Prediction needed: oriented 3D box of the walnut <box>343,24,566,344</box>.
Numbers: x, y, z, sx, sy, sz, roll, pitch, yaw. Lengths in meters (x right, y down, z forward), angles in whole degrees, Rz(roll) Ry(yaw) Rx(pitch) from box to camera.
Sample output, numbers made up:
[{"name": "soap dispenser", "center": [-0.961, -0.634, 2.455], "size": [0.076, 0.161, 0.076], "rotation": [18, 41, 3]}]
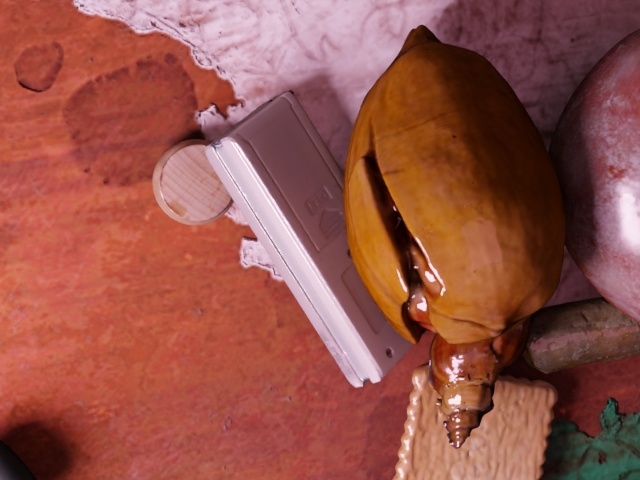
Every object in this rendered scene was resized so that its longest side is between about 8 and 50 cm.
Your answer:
[{"name": "walnut", "center": [0.118, -0.058, 1.454], "size": [0.209, 0.209, 0.336], "rotation": [-1, 63, -12]}]

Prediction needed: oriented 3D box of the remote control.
[{"name": "remote control", "center": [0.000, 0.000, 1.503], "size": [0.103, 0.055, 0.277], "rotation": [-42, 105, -42]}]

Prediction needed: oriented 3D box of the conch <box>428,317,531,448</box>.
[{"name": "conch", "center": [0.160, 0.090, 1.527], "size": [0.086, 0.080, 0.232], "rotation": [24, 82, 15]}]

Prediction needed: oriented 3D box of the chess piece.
[{"name": "chess piece", "center": [-0.121, -0.056, 1.499], "size": [0.084, 0.038, 0.083], "rotation": [-2, 97, -14]}]

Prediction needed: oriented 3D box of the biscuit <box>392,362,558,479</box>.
[{"name": "biscuit", "center": [0.148, 0.255, 1.589], "size": [0.160, 0.030, 0.249], "rotation": [9, 93, -13]}]

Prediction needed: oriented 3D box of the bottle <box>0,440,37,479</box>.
[{"name": "bottle", "center": [-0.401, 0.318, 1.422], "size": [0.336, 0.144, 0.144], "rotation": [-42, 102, -9]}]

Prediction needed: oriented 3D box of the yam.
[{"name": "yam", "center": [0.272, 0.093, 1.584], "size": [0.146, 0.070, 0.069], "rotation": [-11, 97, -4]}]

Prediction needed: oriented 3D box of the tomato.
[{"name": "tomato", "center": [0.374, -0.063, 1.482], "size": [0.317, 0.282, 0.316], "rotation": [-3, 99, -18]}]
